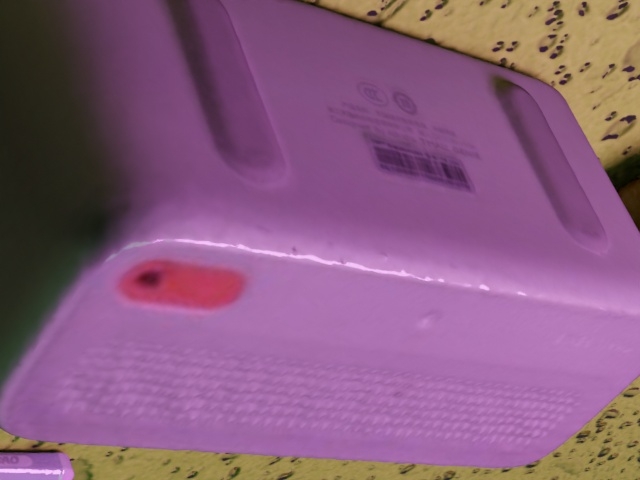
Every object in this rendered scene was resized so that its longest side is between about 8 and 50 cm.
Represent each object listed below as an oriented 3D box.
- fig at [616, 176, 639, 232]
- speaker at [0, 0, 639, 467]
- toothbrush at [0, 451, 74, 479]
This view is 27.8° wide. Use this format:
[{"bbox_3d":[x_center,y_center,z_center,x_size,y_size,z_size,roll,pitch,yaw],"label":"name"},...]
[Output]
[{"bbox_3d":[0.277,0.019,0.963,0.151,0.151,0.259,-39,169,18],"label":"fig"},{"bbox_3d":[0.000,0.000,0.689,0.406,0.184,0.183,10,132,-39],"label":"speaker"},{"bbox_3d":[-0.313,0.142,0.818,0.342,0.025,0.030,10,129,-38],"label":"toothbrush"}]
